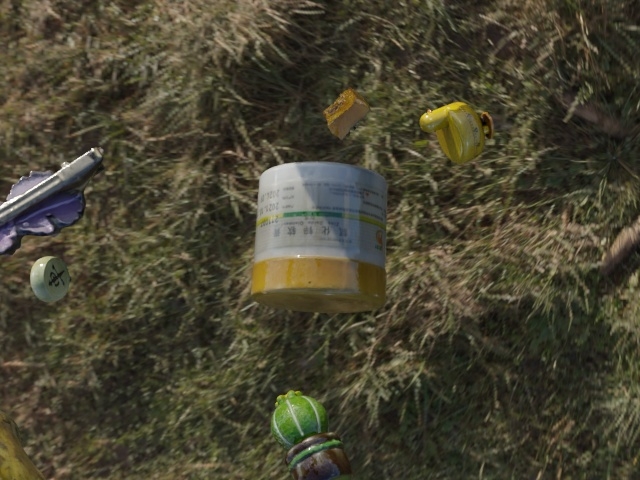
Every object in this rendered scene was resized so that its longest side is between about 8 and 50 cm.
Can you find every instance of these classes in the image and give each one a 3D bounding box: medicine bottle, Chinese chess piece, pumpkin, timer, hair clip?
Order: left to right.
[{"bbox_3d":[-0.406,-0.040,1.256,0.106,0.292,0.084,52,150,6],"label":"hair clip"},{"bbox_3d":[-0.491,0.070,1.685,0.034,0.084,0.084,-7,93,19],"label":"Chinese chess piece"},{"bbox_3d":[0.000,0.000,1.643,0.237,0.238,0.232,-2,77,18],"label":"medicine bottle"},{"bbox_3d":[0.047,-0.210,1.549,0.074,0.083,0.054,-41,112,12],"label":"pumpkin"},{"bbox_3d":[0.230,-0.184,1.598,0.109,0.107,0.107,-21,88,-15],"label":"timer"}]

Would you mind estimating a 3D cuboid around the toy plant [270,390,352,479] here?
[{"bbox_3d":[-0.019,0.304,1.406,0.093,0.092,0.162,-42,57,17],"label":"toy plant"}]

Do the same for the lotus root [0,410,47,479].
[{"bbox_3d":[-0.436,0.314,1.188,0.152,0.275,0.160,-44,120,-9],"label":"lotus root"}]
